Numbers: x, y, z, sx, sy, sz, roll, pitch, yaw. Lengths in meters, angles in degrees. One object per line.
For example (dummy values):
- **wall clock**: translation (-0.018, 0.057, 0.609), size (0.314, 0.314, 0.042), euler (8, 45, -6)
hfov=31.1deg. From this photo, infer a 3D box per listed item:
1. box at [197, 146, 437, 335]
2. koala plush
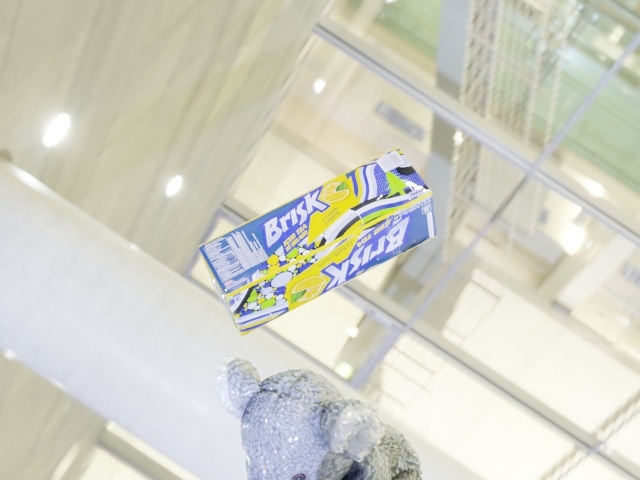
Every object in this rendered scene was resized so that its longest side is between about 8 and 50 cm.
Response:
- **box**: translation (0.000, 0.000, 0.847), size (0.169, 0.054, 0.059), euler (-26, 145, -9)
- **koala plush**: translation (-0.010, 0.198, 1.054), size (0.203, 0.196, 0.221), euler (-50, 139, -30)
